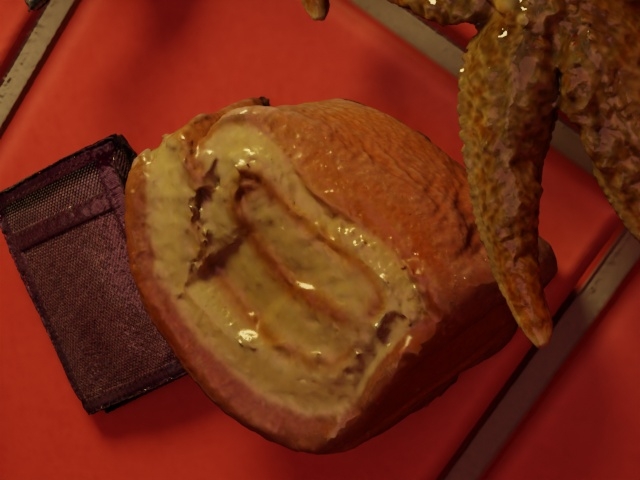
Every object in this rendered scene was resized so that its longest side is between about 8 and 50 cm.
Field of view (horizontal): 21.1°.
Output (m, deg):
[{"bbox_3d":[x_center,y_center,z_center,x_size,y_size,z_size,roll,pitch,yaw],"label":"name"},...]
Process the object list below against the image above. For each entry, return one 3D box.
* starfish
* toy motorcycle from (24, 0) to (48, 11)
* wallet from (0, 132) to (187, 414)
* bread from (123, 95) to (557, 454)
[{"bbox_3d":[0.135,-0.135,0.958,0.327,0.094,0.375,20,84,16],"label":"starfish"},{"bbox_3d":[-0.091,-0.284,1.024,0.358,0.125,0.213,-16,103,26],"label":"toy motorcycle"},{"bbox_3d":[-0.145,0.025,1.138,0.111,0.030,0.166,-25,87,20],"label":"wallet"},{"bbox_3d":[-0.008,0.009,1.038,0.244,0.123,0.190,40,109,14],"label":"bread"}]
